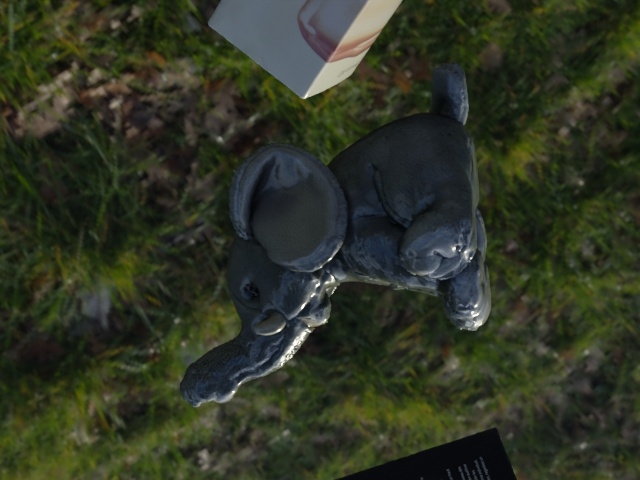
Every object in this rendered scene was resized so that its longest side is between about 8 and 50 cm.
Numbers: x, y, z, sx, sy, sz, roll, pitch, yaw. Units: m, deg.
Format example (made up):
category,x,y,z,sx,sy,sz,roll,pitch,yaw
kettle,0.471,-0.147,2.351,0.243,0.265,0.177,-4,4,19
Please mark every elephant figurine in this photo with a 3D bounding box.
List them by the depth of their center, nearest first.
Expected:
category,x,y,z,sx,sy,sz,roll,pitch,yaw
elephant figurine,0.000,0.000,0.798,0.239,0.186,0.169,-6,131,13

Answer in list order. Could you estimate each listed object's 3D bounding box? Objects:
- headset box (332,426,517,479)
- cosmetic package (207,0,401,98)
category,x,y,z,sx,sy,sz,roll,pitch,yaw
headset box,0.000,0.261,0.609,0.283,0.131,0.246,-17,137,1
cosmetic package,0.038,-0.299,1.025,0.296,0.129,0.153,-53,175,30
